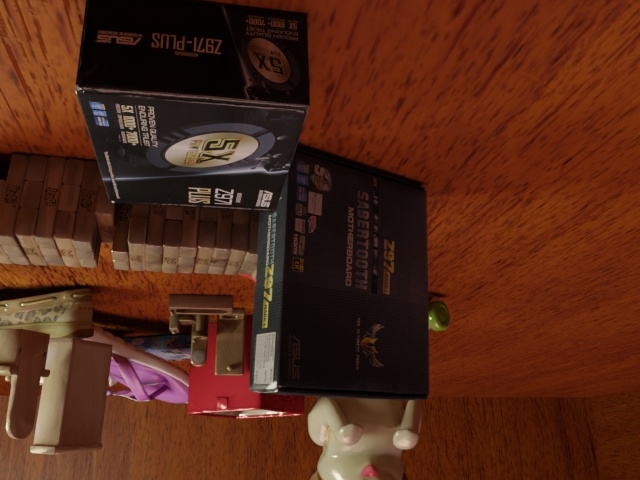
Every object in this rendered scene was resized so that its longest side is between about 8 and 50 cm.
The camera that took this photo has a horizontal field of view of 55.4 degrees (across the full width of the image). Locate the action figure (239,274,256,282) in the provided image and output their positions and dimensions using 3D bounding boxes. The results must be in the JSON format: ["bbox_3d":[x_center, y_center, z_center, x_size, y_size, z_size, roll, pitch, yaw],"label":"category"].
[{"bbox_3d":[-0.072,0.100,0.933,0.139,0.091,0.280,25,129,10],"label":"action figure"}]

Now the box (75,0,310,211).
[{"bbox_3d":[-0.095,-0.093,0.473,0.147,0.078,0.180,3,159,-12],"label":"box"}]

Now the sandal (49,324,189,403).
[{"bbox_3d":[-0.438,0.270,1.258,0.169,0.102,0.416,-21,132,40],"label":"sandal"}]

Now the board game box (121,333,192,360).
[{"bbox_3d":[-0.372,0.267,1.500,0.211,0.039,0.160,-6,159,12],"label":"board game box"}]

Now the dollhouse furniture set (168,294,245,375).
[{"bbox_3d":[-0.212,0.182,1.153,0.144,0.123,0.151,2,160,-9],"label":"dollhouse furniture set"}]

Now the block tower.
[{"bbox_3d":[-0.214,-0.024,0.639,0.335,0.097,0.091,6,159,-13],"label":"block tower"}]

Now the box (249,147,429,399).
[{"bbox_3d":[0.026,0.040,0.618,0.183,0.233,0.059,13,162,-33],"label":"box"}]

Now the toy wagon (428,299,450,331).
[{"bbox_3d":[0.060,0.137,1.127,0.267,0.068,0.344,-18,153,38],"label":"toy wagon"}]

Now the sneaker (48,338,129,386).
[{"bbox_3d":[-0.560,0.235,1.343,0.292,0.110,0.118,19,130,-33],"label":"sneaker"}]

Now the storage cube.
[{"bbox_3d":[-0.159,0.281,1.327,0.215,0.193,0.183,-10,158,27],"label":"storage cube"}]

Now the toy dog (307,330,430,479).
[{"bbox_3d":[0.075,0.423,1.412,0.284,0.408,0.395,7,158,-20],"label":"toy dog"}]

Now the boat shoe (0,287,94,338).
[{"bbox_3d":[-0.530,0.123,1.056,0.285,0.089,0.104,2,175,2],"label":"boat shoe"}]

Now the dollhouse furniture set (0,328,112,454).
[{"bbox_3d":[-0.543,0.250,1.000,0.355,0.174,0.303,-3,163,16],"label":"dollhouse furniture set"}]
